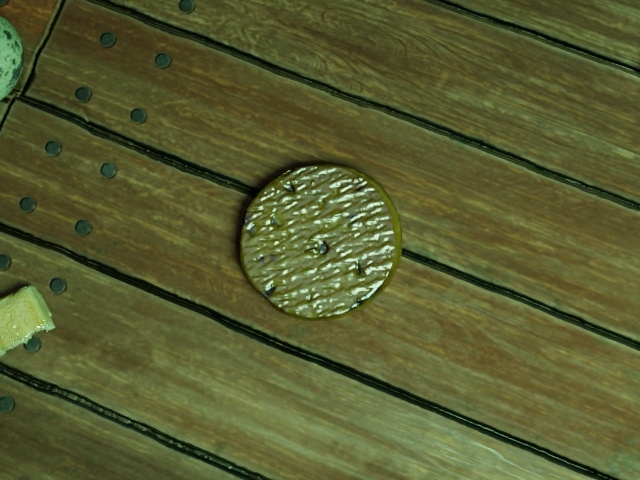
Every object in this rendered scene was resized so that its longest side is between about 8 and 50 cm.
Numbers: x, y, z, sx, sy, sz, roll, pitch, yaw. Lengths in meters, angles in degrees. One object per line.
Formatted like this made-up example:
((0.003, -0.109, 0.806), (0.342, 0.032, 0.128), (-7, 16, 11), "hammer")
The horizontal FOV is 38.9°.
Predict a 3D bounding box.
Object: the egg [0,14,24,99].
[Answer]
((-0.470, -0.231, 1.180), (0.172, 0.132, 0.132), (-30, 81, 11), "egg")

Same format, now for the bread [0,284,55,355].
((-0.396, 0.101, 1.176), (0.083, 0.035, 0.070), (-31, 81, -7), "bread")

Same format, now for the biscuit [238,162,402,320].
((0.000, 0.000, 1.162), (0.212, 0.036, 0.212), (0, 82, 2), "biscuit")
